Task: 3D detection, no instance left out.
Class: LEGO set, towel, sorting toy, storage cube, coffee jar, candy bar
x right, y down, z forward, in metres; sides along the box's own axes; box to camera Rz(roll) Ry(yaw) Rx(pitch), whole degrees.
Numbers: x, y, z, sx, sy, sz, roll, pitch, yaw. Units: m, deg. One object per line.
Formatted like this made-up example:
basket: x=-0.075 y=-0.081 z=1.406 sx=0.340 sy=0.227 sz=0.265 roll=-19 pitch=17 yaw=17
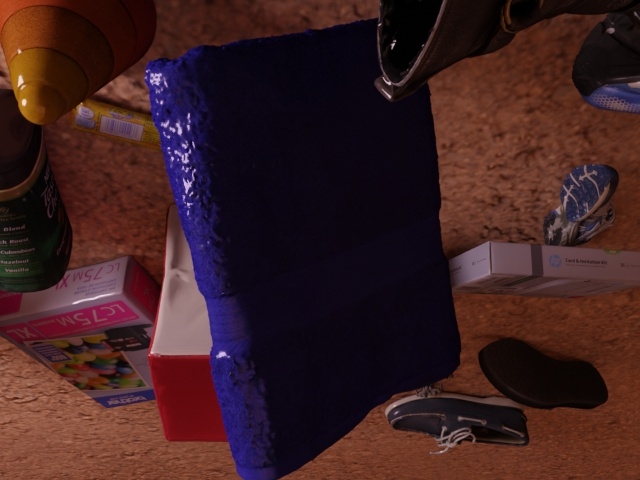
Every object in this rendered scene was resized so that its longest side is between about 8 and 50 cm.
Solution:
LEGO set: x=0.182 y=0.240 z=1.013 sx=0.054 sy=0.024 sz=0.083 roll=4 pitch=142 yaw=-11
towel: x=0.000 y=0.000 z=0.477 sx=0.227 sy=0.076 sz=0.309 roll=-21 pitch=111 yaw=-33
sorting toy: x=-0.076 y=-0.170 z=0.380 sx=0.365 sy=0.126 sz=0.127 roll=-22 pitch=138 yaw=23
storage cube: x=-0.071 y=0.092 z=0.672 sx=0.214 sy=0.184 sz=0.193 roll=1 pitch=141 yaw=-6
coffee jar: x=-0.276 y=-0.040 z=0.553 sx=0.079 sy=0.096 sz=0.184 roll=0 pitch=143 yaw=-9
candy bar: x=-0.140 y=-0.095 z=0.557 sx=0.161 sy=0.018 sz=0.040 roll=12 pitch=136 yaw=-19

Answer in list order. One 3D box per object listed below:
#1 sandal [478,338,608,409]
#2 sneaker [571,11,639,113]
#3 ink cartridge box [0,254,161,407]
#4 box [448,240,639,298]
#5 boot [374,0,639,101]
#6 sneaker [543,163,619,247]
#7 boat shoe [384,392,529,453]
sandal: x=0.333 y=0.216 z=0.937 sx=0.254 sy=0.097 sz=0.054 roll=19 pitch=137 yaw=-27
sneaker: x=0.354 y=-0.106 z=0.500 sx=0.329 sy=0.130 sz=0.147 roll=3 pitch=139 yaw=-9
ink cartridge box: x=-0.257 y=0.144 z=0.824 sx=0.185 sy=0.065 sz=0.311 roll=-13 pitch=143 yaw=11
box: x=0.246 y=0.037 z=0.701 sx=0.186 sy=0.038 sz=0.145 roll=4 pitch=167 yaw=-9
boot: x=0.142 y=-0.194 z=0.324 sx=0.228 sy=0.091 sz=0.263 roll=-22 pitch=150 yaw=-23
sneaker: x=0.282 y=-0.036 z=0.652 sx=0.058 sy=0.052 sz=0.135 roll=-5 pitch=152 yaw=-6
boat shoe: x=0.237 y=0.318 z=1.074 sx=0.254 sy=0.079 sz=0.095 roll=7 pitch=141 yaw=-14
